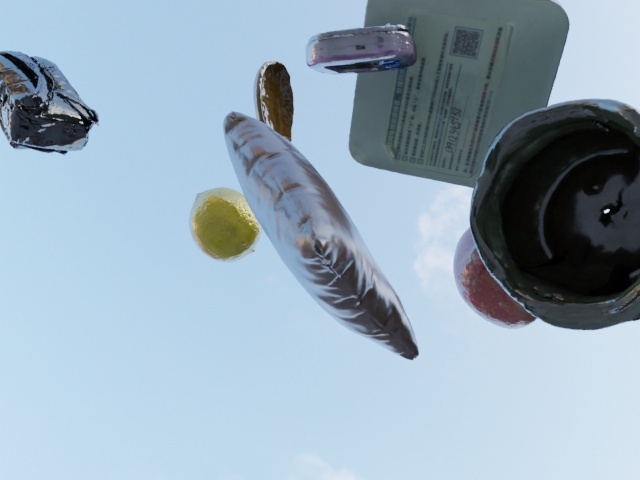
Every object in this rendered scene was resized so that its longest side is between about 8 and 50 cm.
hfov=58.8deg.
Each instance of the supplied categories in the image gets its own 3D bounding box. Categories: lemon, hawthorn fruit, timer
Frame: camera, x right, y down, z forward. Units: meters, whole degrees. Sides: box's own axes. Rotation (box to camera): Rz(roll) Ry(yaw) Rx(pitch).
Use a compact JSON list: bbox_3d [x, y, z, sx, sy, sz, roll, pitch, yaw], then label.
[{"bbox_3d":[-0.239,-0.041,1.414,0.203,0.178,0.178,46,-68,-1],"label":"lemon"},{"bbox_3d":[0.462,0.069,1.418,0.285,0.284,0.284,2,-63,3],"label":"hawthorn fruit"},{"bbox_3d":[0.077,-0.346,1.040,0.191,0.208,0.069,-2,-79,13],"label":"timer"}]

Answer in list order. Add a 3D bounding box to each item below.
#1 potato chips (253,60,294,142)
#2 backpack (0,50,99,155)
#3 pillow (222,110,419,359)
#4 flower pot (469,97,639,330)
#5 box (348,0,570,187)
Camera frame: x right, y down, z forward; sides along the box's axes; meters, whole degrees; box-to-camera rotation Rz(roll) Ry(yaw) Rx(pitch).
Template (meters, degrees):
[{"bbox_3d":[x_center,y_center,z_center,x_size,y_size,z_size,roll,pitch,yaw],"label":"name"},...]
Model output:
[{"bbox_3d":[-0.110,-0.302,1.290,0.049,0.150,0.201,-4,-78,33],"label":"potato chips"},{"bbox_3d":[-0.403,-0.193,0.805,0.120,0.165,0.105,6,-55,-51],"label":"backpack"},{"bbox_3d":[0.000,0.000,0.770,0.108,0.305,0.308,-37,-43,3],"label":"pillow"},{"bbox_3d":[0.358,-0.033,0.711,0.302,0.213,0.301,2,-87,41],"label":"flower pot"},{"bbox_3d":[0.268,-0.319,1.189,0.397,0.111,0.395,14,-62,12],"label":"box"}]
